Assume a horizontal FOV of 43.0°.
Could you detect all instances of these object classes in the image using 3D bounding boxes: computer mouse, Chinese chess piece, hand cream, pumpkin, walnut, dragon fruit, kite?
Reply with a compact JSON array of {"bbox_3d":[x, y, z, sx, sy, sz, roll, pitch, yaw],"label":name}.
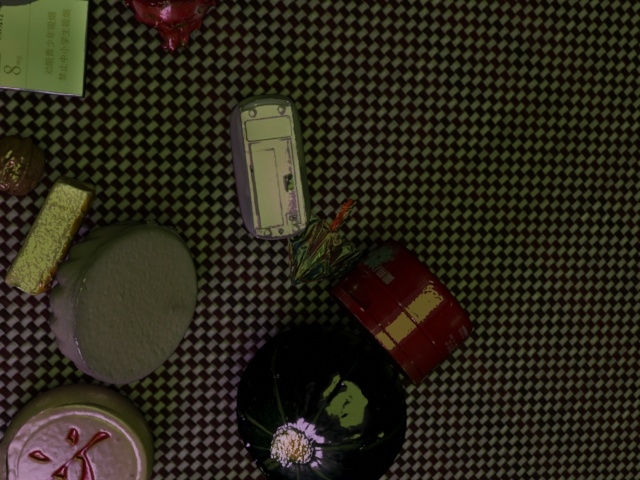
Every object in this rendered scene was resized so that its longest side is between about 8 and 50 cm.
[{"bbox_3d":[-0.084,-0.124,1.378,0.125,0.056,0.245,-10,99,-10],"label":"computer mouse"},{"bbox_3d":[-0.403,0.361,1.352,0.249,0.103,0.250,-2,100,-12],"label":"Chinese chess piece"},{"bbox_3d":[0.138,0.120,1.381,0.149,0.230,0.230,-39,104,-6],"label":"hand cream"},{"bbox_3d":[0.014,0.270,1.374,0.295,0.296,0.296,-2,98,-13],"label":"pumpkin"},{"bbox_3d":[-0.477,-0.119,1.279,0.079,0.082,0.096,24,91,-43],"label":"walnut"},{"bbox_3d":[-0.240,-0.367,1.291,0.153,0.153,0.111,0,131,-13],"label":"dragon fruit"},{"bbox_3d":[0.000,0.000,1.440,0.232,0.009,0.189,38,89,-15],"label":"kite"}]

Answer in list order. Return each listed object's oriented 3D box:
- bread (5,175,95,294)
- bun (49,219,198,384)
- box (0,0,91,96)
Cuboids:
[{"bbox_3d":[-0.421,-0.010,1.280,0.068,0.125,0.188,28,91,-14],"label":"bread"},{"bbox_3d":[-0.339,0.084,1.301,0.263,0.175,0.263,-21,117,-49],"label":"bun"},{"bbox_3d":[-0.484,-0.309,1.254,0.242,0.067,0.155,5,95,-14],"label":"box"}]
